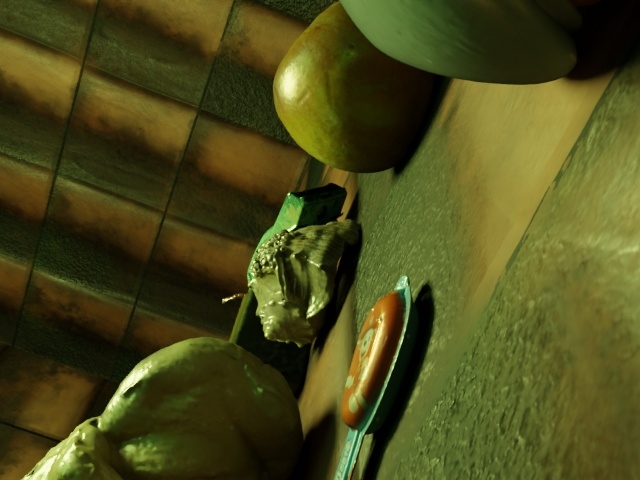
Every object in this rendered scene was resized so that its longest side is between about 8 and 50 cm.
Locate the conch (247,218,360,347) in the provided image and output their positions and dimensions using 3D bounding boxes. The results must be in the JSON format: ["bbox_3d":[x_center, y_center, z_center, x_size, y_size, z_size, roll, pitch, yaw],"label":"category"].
[{"bbox_3d":[-0.016,0.047,1.077,0.178,0.163,0.245,-11,32,44],"label":"conch"}]

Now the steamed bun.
[{"bbox_3d":[-0.169,0.310,0.810,0.372,0.230,0.325,-39,-45,-23],"label":"steamed bun"}]

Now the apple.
[{"bbox_3d":[0.053,-0.203,0.976,0.237,0.207,0.237,-50,4,5],"label":"apple"}]

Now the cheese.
[{"bbox_3d":[0.035,0.146,0.601,0.106,0.037,0.256,129,162,-75],"label":"cheese"}]

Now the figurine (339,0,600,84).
[{"bbox_3d":[0.161,-0.265,0.490,0.382,0.224,0.205,-46,-22,-12],"label":"figurine"}]

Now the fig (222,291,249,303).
[{"bbox_3d":[-0.107,0.136,1.476,0.128,0.150,0.128,-35,-39,-35],"label":"fig"}]

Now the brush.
[{"bbox_3d":[-0.077,0.155,1.137,0.197,0.123,0.059,-79,15,-53],"label":"brush"}]

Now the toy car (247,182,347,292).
[{"bbox_3d":[-0.058,0.041,1.281,0.141,0.097,0.321,-18,-41,-53],"label":"toy car"}]
